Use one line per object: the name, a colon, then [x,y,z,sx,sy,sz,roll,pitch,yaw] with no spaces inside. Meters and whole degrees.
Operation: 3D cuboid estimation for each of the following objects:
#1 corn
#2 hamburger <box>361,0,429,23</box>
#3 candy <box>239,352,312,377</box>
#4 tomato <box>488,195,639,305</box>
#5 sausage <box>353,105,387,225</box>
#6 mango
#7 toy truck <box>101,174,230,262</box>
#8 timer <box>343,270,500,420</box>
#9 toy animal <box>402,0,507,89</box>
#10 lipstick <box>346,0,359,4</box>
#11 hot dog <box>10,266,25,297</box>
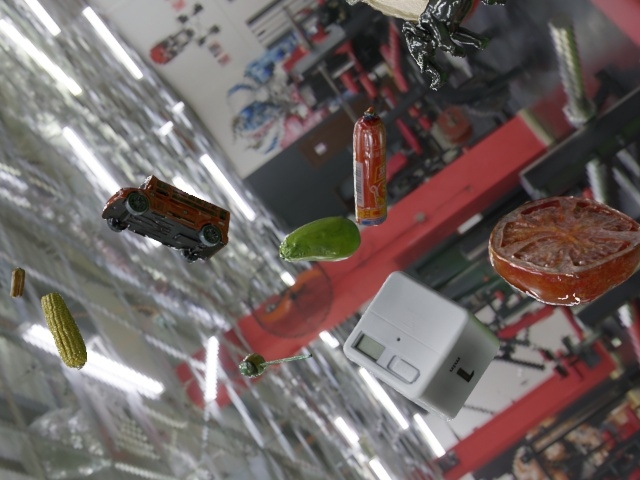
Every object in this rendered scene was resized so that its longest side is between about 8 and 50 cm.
corn: [-0.630,0.224,2.340,0.206,0.067,0.067,65,-174,11]
hamburger: [0.196,-0.604,1.960,0.277,0.236,0.276,16,171,3]
candy: [-0.101,0.278,2.176,0.061,0.203,0.061,23,-120,-48]
tomato: [0.383,0.023,1.474,0.236,0.237,0.095,-120,14,-58]
sausage: [0.106,-0.162,2.035,0.074,0.074,0.274,-121,23,-55]
mango: [0.000,0.000,1.713,0.091,0.165,0.074,29,124,50]
toy truck: [-0.316,-0.051,1.960,0.253,0.107,0.114,25,-126,-26]
timer: [0.194,0.201,1.800,0.192,0.194,0.195,30,175,35]
toy animal: [0.246,-0.404,1.773,0.146,0.245,0.115,39,-163,30]
lipstick: [0.166,-0.673,2.331,0.070,0.254,0.070,47,-154,-32]
hot dog: [-0.777,0.107,2.431,0.021,0.083,0.037,17,-171,40]
